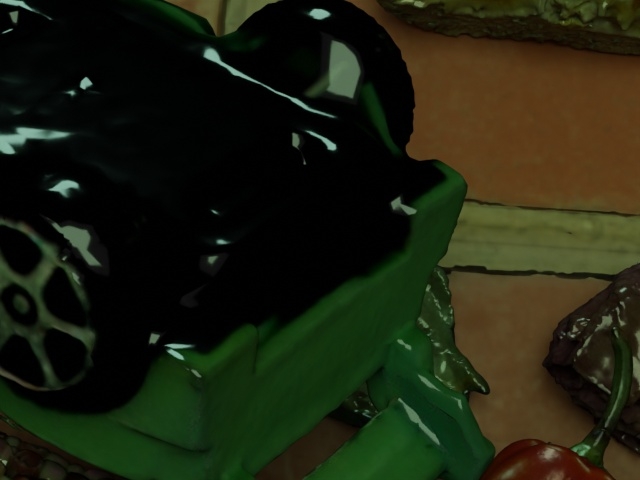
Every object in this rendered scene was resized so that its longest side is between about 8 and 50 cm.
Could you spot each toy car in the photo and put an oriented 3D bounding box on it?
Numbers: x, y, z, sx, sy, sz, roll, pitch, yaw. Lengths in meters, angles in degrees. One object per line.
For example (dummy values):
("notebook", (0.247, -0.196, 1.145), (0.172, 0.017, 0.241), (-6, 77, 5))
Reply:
("toy car", (-0.098, -0.009, 0.787), (0.359, 0.176, 0.213), (26, 39, 22))

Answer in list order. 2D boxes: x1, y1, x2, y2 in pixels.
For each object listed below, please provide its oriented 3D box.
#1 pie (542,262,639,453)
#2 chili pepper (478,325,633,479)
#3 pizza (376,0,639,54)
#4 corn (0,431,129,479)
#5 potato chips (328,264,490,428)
("pie", (0.190, 0.107, 0.838), (0.204, 0.054, 0.218), (-5, 72, -5))
("chili pepper", (0.072, 0.162, 0.773), (0.071, 0.063, 0.272), (24, 92, -4))
("pizza", (0.137, -0.187, 0.921), (0.188, 0.080, 0.204), (13, 70, 0))
("corn", (-0.101, 0.139, 0.789), (0.280, 0.092, 0.092), (17, 71, 0))
("potato chips", (0.000, 0.000, 0.875), (0.092, 0.028, 0.207), (-25, 77, -13))
